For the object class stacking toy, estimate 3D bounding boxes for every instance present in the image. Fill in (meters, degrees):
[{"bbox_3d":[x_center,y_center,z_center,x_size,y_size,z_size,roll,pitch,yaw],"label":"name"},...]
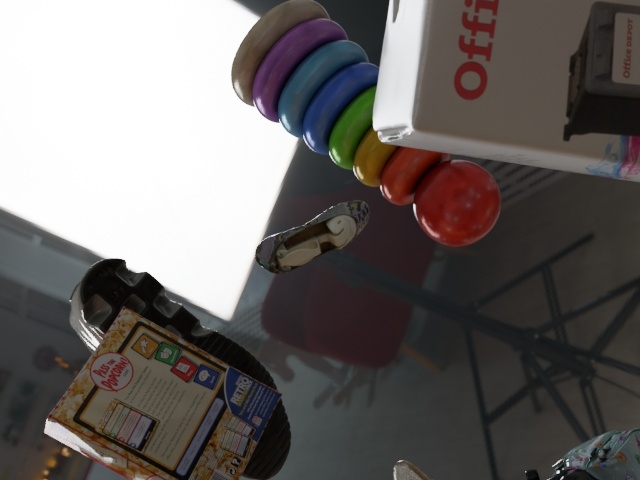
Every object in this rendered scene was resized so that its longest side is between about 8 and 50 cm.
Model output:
[{"bbox_3d":[0.054,-0.113,0.942,0.141,0.330,0.141,-38,-21,-18],"label":"stacking toy"}]

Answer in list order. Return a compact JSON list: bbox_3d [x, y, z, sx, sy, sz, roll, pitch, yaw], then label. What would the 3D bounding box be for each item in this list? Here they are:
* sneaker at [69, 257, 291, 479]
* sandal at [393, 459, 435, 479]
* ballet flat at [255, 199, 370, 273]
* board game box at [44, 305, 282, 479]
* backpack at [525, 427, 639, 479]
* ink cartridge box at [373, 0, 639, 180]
[{"bbox_3d":[-0.176,0.168,1.080,0.122,0.330,0.146,-46,5,-37],"label":"sneaker"},{"bbox_3d":[0.210,0.409,1.280,0.079,0.240,0.088,-21,-34,-38],"label":"sandal"},{"bbox_3d":[0.000,0.000,0.765,0.114,0.041,0.041,-24,4,-15],"label":"ballet flat"},{"bbox_3d":[-0.156,0.175,0.894,0.147,0.193,0.045,-61,2,-39],"label":"board game box"},{"bbox_3d":[0.326,0.290,0.977,0.115,0.152,0.182,-30,-5,38],"label":"backpack"},{"bbox_3d":[0.204,-0.149,0.537,0.131,0.306,0.226,-144,61,-82],"label":"ink cartridge box"}]
